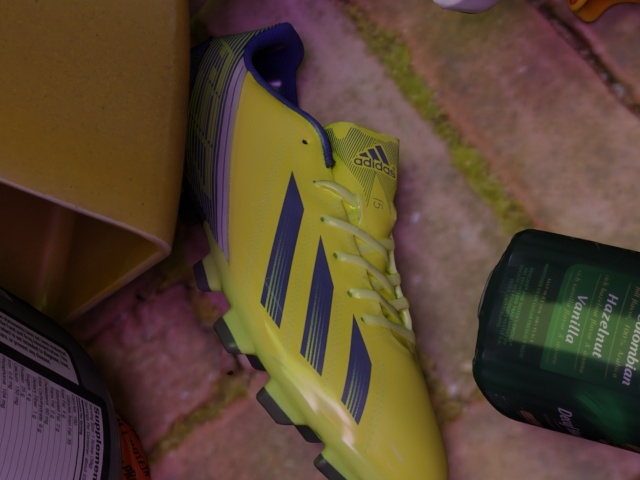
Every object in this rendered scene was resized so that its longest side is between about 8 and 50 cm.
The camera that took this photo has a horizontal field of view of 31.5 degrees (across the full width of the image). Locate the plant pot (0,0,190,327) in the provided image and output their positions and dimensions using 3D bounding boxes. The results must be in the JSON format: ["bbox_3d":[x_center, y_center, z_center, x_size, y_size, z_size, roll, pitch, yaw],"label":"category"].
[{"bbox_3d":[-0.174,-0.091,0.539,0.212,0.212,0.187,-28,43,60],"label":"plant pot"}]

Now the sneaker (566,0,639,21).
[{"bbox_3d":[0.207,-0.126,0.554,0.175,0.064,0.067,8,89,32],"label":"sneaker"}]

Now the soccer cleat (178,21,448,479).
[{"bbox_3d":[-0.001,-0.001,0.556,0.121,0.093,0.289,-30,58,1],"label":"soccer cleat"}]

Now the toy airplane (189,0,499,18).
[{"bbox_3d":[0.017,-0.297,0.525,0.384,0.272,0.386,10,81,59],"label":"toy airplane"}]

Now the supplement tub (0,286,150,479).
[{"bbox_3d":[-0.213,0.084,0.473,0.193,0.316,0.194,-10,61,19],"label":"supplement tub"}]

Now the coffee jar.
[{"bbox_3d":[0.161,0.054,0.455,0.184,0.096,0.079,12,74,29],"label":"coffee jar"}]
